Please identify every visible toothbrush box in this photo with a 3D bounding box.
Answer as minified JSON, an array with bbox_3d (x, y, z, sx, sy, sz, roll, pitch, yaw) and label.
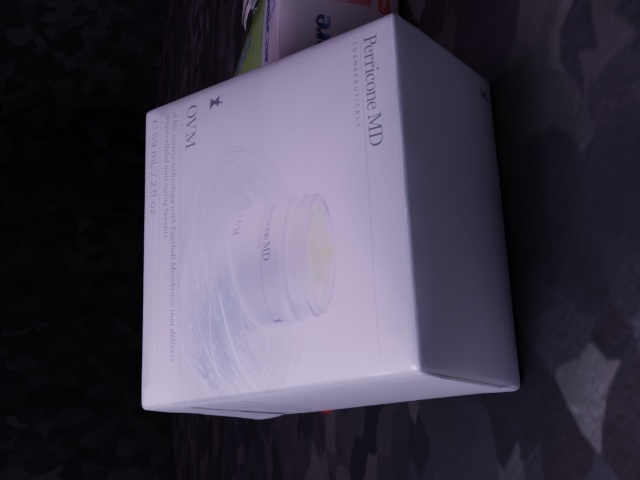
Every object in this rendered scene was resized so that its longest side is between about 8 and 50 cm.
[{"bbox_3d":[-0.020,-0.125,0.907,0.283,0.122,0.206,124,149,-64],"label":"toothbrush box"}]

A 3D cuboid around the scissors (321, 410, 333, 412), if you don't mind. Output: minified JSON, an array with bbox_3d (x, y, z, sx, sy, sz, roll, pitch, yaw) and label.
[{"bbox_3d":[0.032,0.043,0.906,0.109,0.021,0.297,-96,18,-58],"label":"scissors"}]

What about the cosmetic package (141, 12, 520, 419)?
[{"bbox_3d":[0.000,0.000,0.617,0.225,0.138,0.224,-14,70,33],"label":"cosmetic package"}]

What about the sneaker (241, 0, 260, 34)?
[{"bbox_3d":[-0.108,-0.397,1.235,0.134,0.146,0.343,109,157,-46],"label":"sneaker"}]
